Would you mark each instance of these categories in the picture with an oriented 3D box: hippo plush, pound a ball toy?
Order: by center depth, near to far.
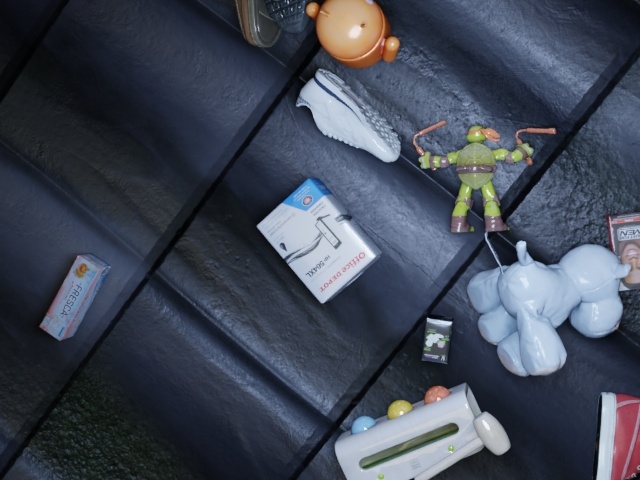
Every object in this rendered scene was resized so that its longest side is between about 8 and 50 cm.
[{"bbox_3d":[0.423,0.088,1.646,0.236,0.234,0.294,-18,106,-18],"label":"hippo plush"},{"bbox_3d":[0.185,0.363,1.678,0.319,0.208,0.136,-25,88,13],"label":"pound a ball toy"}]

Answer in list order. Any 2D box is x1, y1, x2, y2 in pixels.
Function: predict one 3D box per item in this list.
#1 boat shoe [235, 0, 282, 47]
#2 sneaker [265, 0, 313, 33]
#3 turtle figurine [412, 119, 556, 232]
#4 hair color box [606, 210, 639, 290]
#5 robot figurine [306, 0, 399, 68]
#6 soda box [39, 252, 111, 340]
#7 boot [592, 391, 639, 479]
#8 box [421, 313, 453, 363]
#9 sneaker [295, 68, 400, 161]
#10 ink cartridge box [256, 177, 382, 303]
[{"bbox_3d":[-0.137,-0.526,1.763,0.104,0.110,0.307,-2,86,32],"label":"boat shoe"},{"bbox_3d":[-0.035,-0.539,1.717,0.109,0.130,0.286,1,92,39],"label":"sneaker"},{"bbox_3d":[0.309,-0.126,1.689,0.269,0.087,0.217,-2,92,12],"label":"turtle figurine"},{"bbox_3d":[0.577,0.019,1.662,0.072,0.043,0.141,-8,92,11],"label":"hair color box"},{"bbox_3d":[0.064,-0.390,1.659,0.128,0.219,0.158,-27,87,12],"label":"robot figurine"},{"bbox_3d":[-0.516,0.119,1.887,0.058,0.063,0.183,33,99,8],"label":"soda box"},{"bbox_3d":[0.598,0.413,1.658,0.176,0.088,0.244,6,91,10],"label":"boot"},{"bbox_3d":[0.227,0.190,1.734,0.052,0.062,0.083,8,94,10],"label":"box"},{"bbox_3d":[0.057,-0.228,1.748,0.235,0.090,0.095,46,113,10],"label":"sneaker"},{"bbox_3d":[0.000,0.000,1.761,0.148,0.086,0.203,-42,83,11],"label":"ink cartridge box"}]
